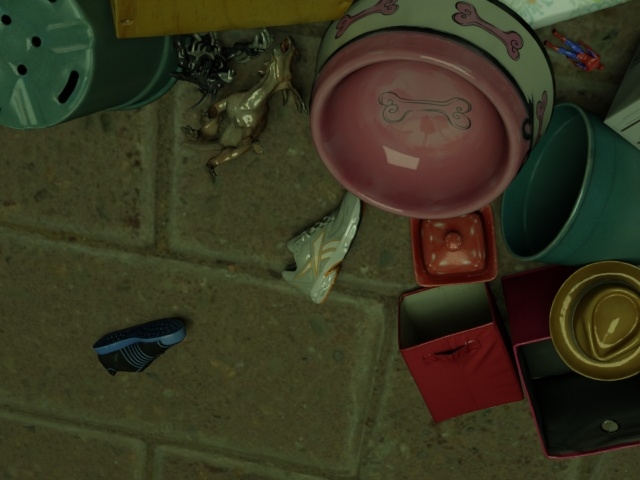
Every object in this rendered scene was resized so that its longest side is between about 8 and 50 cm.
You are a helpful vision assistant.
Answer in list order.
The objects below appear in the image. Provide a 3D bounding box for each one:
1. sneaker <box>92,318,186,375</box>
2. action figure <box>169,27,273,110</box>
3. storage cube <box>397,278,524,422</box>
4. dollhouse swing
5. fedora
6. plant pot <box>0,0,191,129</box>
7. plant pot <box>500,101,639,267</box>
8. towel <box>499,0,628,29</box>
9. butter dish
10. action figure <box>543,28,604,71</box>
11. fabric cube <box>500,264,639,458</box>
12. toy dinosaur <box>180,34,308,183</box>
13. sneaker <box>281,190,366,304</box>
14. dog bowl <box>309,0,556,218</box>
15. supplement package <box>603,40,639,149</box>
[{"bbox_3d":[-0.387,0.239,1.557,0.232,0.081,0.091,-13,114,21],"label":"sneaker"},{"bbox_3d":[-0.179,-0.361,1.218,0.140,0.164,0.276,15,111,39],"label":"action figure"},{"bbox_3d":[0.269,0.206,1.373,0.183,0.215,0.193,-20,115,15],"label":"storage cube"},{"bbox_3d":[-0.137,-0.473,0.993,0.346,0.315,0.305,-9,85,-16],"label":"dollhouse swing"},{"bbox_3d":[0.455,0.129,1.107,0.194,0.079,0.195,0,90,16],"label":"fedora"},{"bbox_3d":[-0.426,-0.345,1.166,0.340,0.334,0.341,3,114,8],"label":"plant pot"},{"bbox_3d":[0.487,-0.068,1.203,0.255,0.272,0.272,14,115,-11],"label":"plant pot"},{"bbox_3d":[0.361,-0.507,1.104,0.374,0.090,0.321,-13,106,16],"label":"towel"},{"bbox_3d":[0.248,0.005,1.318,0.160,0.118,0.160,-5,87,11],"label":"butter dish"},{"bbox_3d":[0.441,-0.323,1.214,0.115,0.030,0.038,28,120,-10],"label":"action figure"},{"bbox_3d":[0.496,0.205,1.311,0.254,0.258,0.259,-16,110,14],"label":"fabric cube"},{"bbox_3d":[-0.132,-0.223,1.290,0.127,0.200,0.295,50,141,-10],"label":"toy dinosaur"},{"bbox_3d":[0.000,0.000,1.385,0.121,0.099,0.263,25,113,2],"label":"sneaker"},{"bbox_3d":[0.163,-0.201,1.151,0.407,0.150,0.408,14,140,12],"label":"dog bowl"},{"bbox_3d":[0.584,-0.268,1.055,0.145,0.262,0.204,35,156,-6],"label":"supplement package"}]
